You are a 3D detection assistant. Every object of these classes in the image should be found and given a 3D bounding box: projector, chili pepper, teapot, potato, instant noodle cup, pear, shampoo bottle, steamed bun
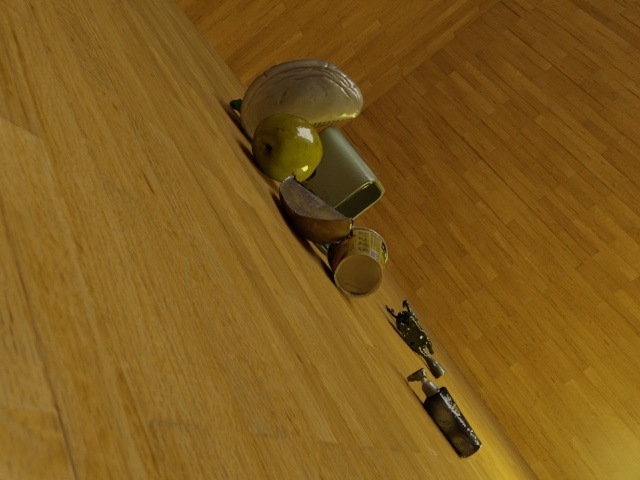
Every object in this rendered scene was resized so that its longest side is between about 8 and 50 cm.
[{"bbox_3d":[0.044,-0.205,1.943,0.249,0.248,0.248,54,7,16],"label":"projector"},{"bbox_3d":[-0.209,-0.393,1.952,0.257,0.074,0.100,49,7,-25],"label":"chili pepper"},{"bbox_3d":[0.369,0.408,1.888,0.111,0.042,0.043,50,5,16],"label":"teapot"},{"bbox_3d":[-0.041,-0.051,1.342,0.261,0.100,0.121,39,-44,43],"label":"potato"},{"bbox_3d":[0.088,0.057,1.340,0.151,0.151,0.122,51,16,-16],"label":"instant noodle cup"},{"bbox_3d":[-0.093,-0.246,1.515,0.198,0.198,0.198,52,6,-8],"label":"pear"},{"bbox_3d":[0.272,0.378,1.252,0.208,0.063,0.057,55,17,9],"label":"shampoo bottle"},{"bbox_3d":[-0.072,-0.452,1.777,0.247,0.383,0.237,-107,180,-80],"label":"steamed bun"}]

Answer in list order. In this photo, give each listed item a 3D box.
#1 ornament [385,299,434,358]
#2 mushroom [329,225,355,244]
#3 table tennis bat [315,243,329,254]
[{"bbox_3d":[0.281,0.262,1.889,0.202,0.080,0.236,53,8,-28],"label":"ornament"},{"bbox_3d":[0.087,0.009,1.799,0.108,0.096,0.247,24,-18,41],"label":"mushroom"},{"bbox_3d":[0.000,0.000,1.536,0.246,0.022,0.138,46,9,-40],"label":"table tennis bat"}]
